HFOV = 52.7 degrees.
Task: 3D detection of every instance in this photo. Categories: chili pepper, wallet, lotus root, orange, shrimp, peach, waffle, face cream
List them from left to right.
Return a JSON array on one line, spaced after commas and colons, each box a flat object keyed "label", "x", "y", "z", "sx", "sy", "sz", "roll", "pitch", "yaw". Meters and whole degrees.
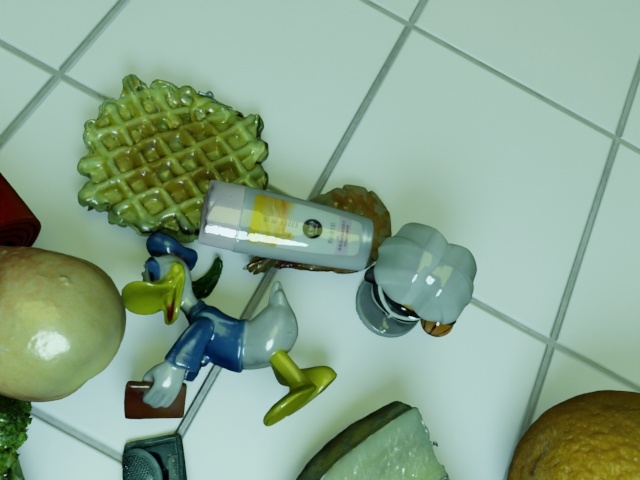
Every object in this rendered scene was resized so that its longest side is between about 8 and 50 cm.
[{"label": "peach", "x": -0.362, "y": 0.092, "z": 0.820, "sx": 0.232, "sy": 0.232, "sz": 0.233, "roll": 5, "pitch": 67, "yaw": -11}, {"label": "wallet", "x": -0.232, "y": 0.336, "z": 0.907, "sx": 0.088, "sy": 0.026, "sz": 0.129, "roll": -6, "pitch": 48, "yaw": -15}, {"label": "waffle", "x": -0.243, "y": -0.132, "z": 1.094, "sx": 0.317, "sy": 0.073, "sz": 0.297, "roll": 15, "pitch": 65, "yaw": -10}, {"label": "chili pepper", "x": -0.205, "y": 0.071, "z": 1.039, "sx": 0.117, "sy": 0.035, "sz": 0.056, "roll": -22, "pitch": 91, "yaw": -16}, {"label": "face cream", "x": -0.054, "y": -0.018, "z": 1.020, "sx": 0.269, "sy": 0.073, "sz": 0.107, "roll": 12, "pitch": 71, "yaw": -10}, {"label": "shrimp", "x": 0.000, "y": 0.000, "z": 1.103, "sx": 0.294, "sy": 0.062, "sz": 0.154, "roll": -23, "pitch": 81, "yaw": -22}, {"label": "lotus root", "x": 0.061, "y": 0.404, "z": 0.910, "sx": 0.260, "sy": 0.149, "sz": 0.267, "roll": -27, "pitch": 94, "yaw": -17}, {"label": "orange", "x": 0.450, "y": 0.375, "z": 0.911, "sx": 0.356, "sy": 0.322, "sz": 0.322, "roll": 17, "pitch": 65, "yaw": -12}]

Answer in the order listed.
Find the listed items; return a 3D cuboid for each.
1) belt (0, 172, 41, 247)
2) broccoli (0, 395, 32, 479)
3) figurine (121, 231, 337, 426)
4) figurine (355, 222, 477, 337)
[{"label": "belt", "x": -0.547, "y": 0.032, "z": 0.865, "sx": 0.324, "sy": 0.227, "sz": 0.115, "roll": -40, "pitch": 85, "yaw": -14}, {"label": "broccoli", "x": -0.452, "y": 0.329, "z": 0.771, "sx": 0.283, "sy": 0.303, "sz": 0.321, "roll": 48, "pitch": 65, "yaw": -25}, {"label": "figurine", "x": -0.179, "y": 0.141, "z": 0.956, "sx": 0.283, "sy": 0.204, "sz": 0.338, "roll": -32, "pitch": 76, "yaw": -7}, {"label": "figurine", "x": 0.152, "y": 0.076, "z": 1.008, "sx": 0.176, "sy": 0.236, "sz": 0.133, "roll": 29, "pitch": 64, "yaw": 1}]
